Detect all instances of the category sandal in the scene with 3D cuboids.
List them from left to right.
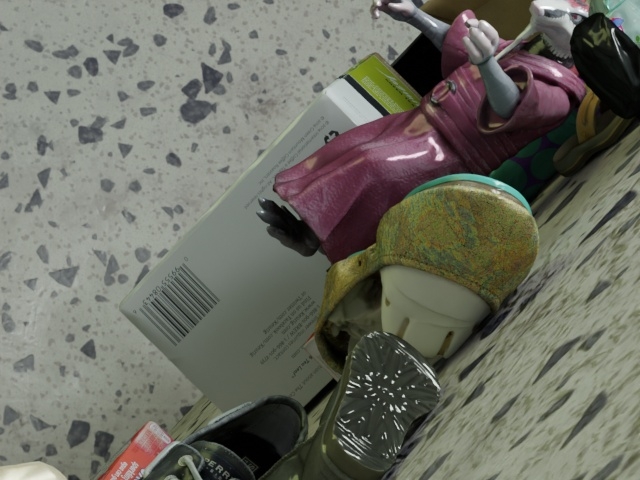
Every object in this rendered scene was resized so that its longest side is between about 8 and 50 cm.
[{"bbox_3d":[0.250,-0.114,1.738,0.072,0.049,0.180,-47,2,-34],"label":"sandal"}]

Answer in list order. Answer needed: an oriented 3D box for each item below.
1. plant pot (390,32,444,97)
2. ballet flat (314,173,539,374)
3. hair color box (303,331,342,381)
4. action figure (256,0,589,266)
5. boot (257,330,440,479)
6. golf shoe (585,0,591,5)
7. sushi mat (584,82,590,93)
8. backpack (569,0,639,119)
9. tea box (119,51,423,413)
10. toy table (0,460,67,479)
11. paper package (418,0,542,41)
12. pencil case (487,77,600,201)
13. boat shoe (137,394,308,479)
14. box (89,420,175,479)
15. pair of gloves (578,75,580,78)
[{"bbox_3d":[0.147,-0.127,2.467,0.188,0.187,0.167,-48,-9,-51],"label":"plant pot"},{"bbox_3d":[0.075,0.046,1.531,0.123,0.123,0.348,-47,3,-20],"label":"ballet flat"},{"bbox_3d":[0.059,0.067,1.731,0.141,0.072,0.043,-44,1,16],"label":"hair color box"},{"bbox_3d":[0.133,-0.089,1.771,0.370,0.276,0.248,-35,23,11],"label":"action figure"},{"bbox_3d":[-0.016,0.173,1.377,0.208,0.076,0.189,-52,-4,31],"label":"boot"},{"bbox_3d":[0.322,-0.235,1.731,0.105,0.120,0.273,-45,3,-42],"label":"golf shoe"},{"bbox_3d":[0.248,-0.118,2.116,0.151,0.019,0.316,-38,3,8],"label":"sushi mat"},{"bbox_3d":[0.290,-0.193,1.587,0.182,0.115,0.152,-43,-1,-2],"label":"backpack"},{"bbox_3d":[0.000,0.000,2.124,0.329,0.220,0.323,-45,0,15],"label":"tea box"},{"bbox_3d":[-0.299,0.226,1.456,0.274,0.161,0.252,-35,20,52],"label":"toy table"},{"bbox_3d":[0.329,-0.345,2.410,0.309,0.168,0.325,-33,6,44],"label":"paper package"},{"bbox_3d":[0.205,-0.087,1.896,0.151,0.064,0.070,-44,27,23],"label":"pencil case"},{"bbox_3d":[-0.093,0.202,1.499,0.102,0.108,0.301,-58,-14,30],"label":"boat shoe"},{"bbox_3d":[-0.168,0.268,1.628,0.128,0.122,0.257,-46,2,16],"label":"box"},{"bbox_3d":[0.294,-0.197,2.598,0.240,0.042,0.204,-38,2,37],"label":"pair of gloves"}]
